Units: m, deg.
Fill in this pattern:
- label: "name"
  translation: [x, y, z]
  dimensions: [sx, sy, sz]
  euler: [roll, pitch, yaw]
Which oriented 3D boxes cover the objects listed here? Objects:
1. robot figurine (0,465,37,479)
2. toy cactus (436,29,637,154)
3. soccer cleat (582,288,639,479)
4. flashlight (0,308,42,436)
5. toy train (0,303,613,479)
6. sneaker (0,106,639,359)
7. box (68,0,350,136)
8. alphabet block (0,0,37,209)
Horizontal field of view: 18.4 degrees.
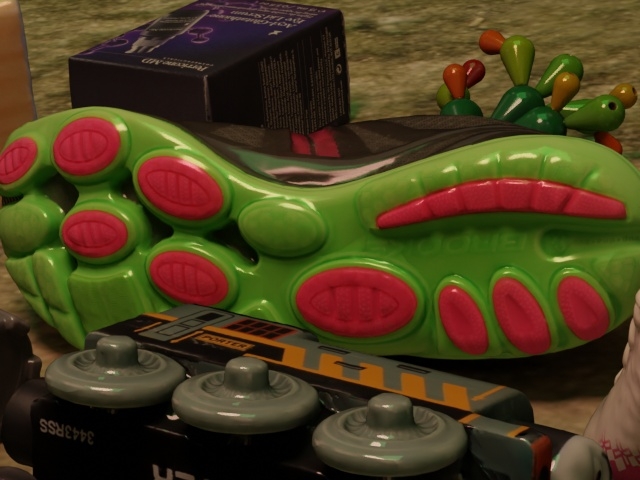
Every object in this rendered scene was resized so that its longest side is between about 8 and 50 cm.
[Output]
- label: "robot figurine"
  translation: [-0.194, 0.206, 0.766]
  dimensions: [0.209, 0.173, 0.278]
  euler: [6, 51, 5]
- label: "toy cactus"
  translation: [0.146, -0.086, 1.597]
  dimensions: [0.180, 0.112, 0.219]
  euler: [-39, 38, -23]
- label: "soccer cleat"
  translation: [0.208, 0.038, 1.003]
  dimensions: [0.116, 0.143, 0.331]
  euler: [-54, 7, -34]
- label: "flashlight"
  translation: [-0.303, 0.049, 1.336]
  dimensions: [0.103, 0.103, 0.304]
  euler: [-30, 31, -36]
- label: "toy train"
  translation: [-0.009, 0.118, 1.069]
  dimensions: [0.334, 0.142, 0.190]
  euler: [10, 17, 33]
- label: "sneaker"
  translation: [0.000, 0.000, 1.347]
  dimensions: [0.483, 0.185, 0.202]
  euler: [6, 7, 18]
- label: "box"
  translation: [-0.093, -0.130, 1.713]
  dimensions: [0.153, 0.108, 0.207]
  euler: [10, 27, 32]
- label: "alphabet block"
  translation: [-0.344, -0.114, 1.623]
  dimensions: [0.197, 0.193, 0.192]
  euler: [-11, 22, -14]
